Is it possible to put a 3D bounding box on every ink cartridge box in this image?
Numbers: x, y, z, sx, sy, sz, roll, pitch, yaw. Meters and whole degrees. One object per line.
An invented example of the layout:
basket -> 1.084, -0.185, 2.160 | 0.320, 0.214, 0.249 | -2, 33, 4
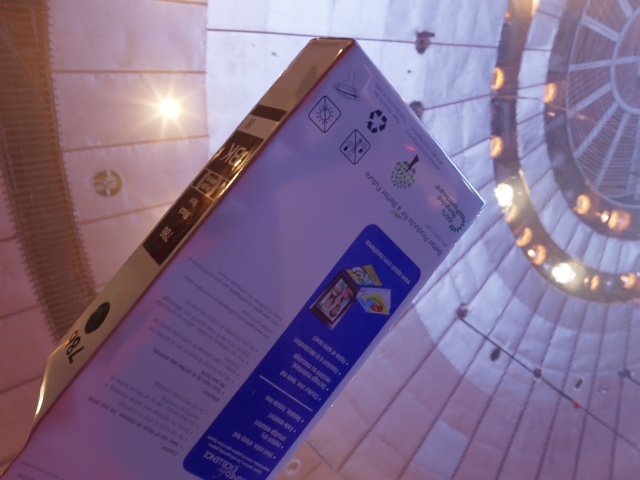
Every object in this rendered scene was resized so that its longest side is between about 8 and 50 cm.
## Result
ink cartridge box -> -0.045, 0.049, 0.413 | 0.333, 0.065, 0.165 | -51, -57, -7
